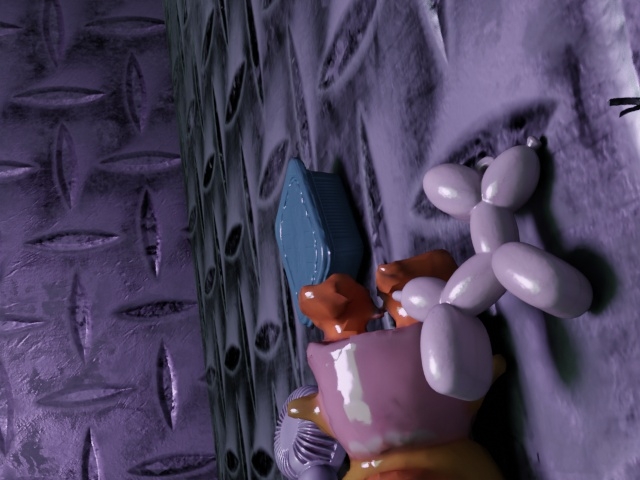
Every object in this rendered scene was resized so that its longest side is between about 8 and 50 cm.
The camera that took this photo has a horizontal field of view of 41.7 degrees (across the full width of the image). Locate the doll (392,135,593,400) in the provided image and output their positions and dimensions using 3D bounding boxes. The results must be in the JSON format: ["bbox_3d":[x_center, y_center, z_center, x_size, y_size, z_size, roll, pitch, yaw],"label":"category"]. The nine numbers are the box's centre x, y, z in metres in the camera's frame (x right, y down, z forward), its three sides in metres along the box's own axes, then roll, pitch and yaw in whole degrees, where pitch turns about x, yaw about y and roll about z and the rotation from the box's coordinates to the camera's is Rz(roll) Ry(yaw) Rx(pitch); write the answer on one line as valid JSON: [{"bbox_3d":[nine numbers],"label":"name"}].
[{"bbox_3d":[0.114,0.009,0.591,0.161,0.059,0.160,-48,43,25],"label":"doll"}]

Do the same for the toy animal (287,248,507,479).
[{"bbox_3d":[0.071,0.167,0.688,0.169,0.195,0.281,33,-136,-57],"label":"toy animal"}]

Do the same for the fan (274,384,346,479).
[{"bbox_3d":[-0.005,0.300,1.090,0.130,0.074,0.244,-54,28,36],"label":"fan"}]

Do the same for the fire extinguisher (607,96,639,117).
[{"bbox_3d":[0.190,-0.042,0.428,0.046,0.032,0.100,53,-173,-38],"label":"fire extinguisher"}]

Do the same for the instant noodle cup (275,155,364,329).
[{"bbox_3d":[0.000,0.000,1.053,0.157,0.070,0.179,104,156,-48],"label":"instant noodle cup"}]

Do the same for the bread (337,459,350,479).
[{"bbox_3d":[0.029,0.429,1.148,0.267,0.040,0.267,175,90,-74],"label":"bread"}]
